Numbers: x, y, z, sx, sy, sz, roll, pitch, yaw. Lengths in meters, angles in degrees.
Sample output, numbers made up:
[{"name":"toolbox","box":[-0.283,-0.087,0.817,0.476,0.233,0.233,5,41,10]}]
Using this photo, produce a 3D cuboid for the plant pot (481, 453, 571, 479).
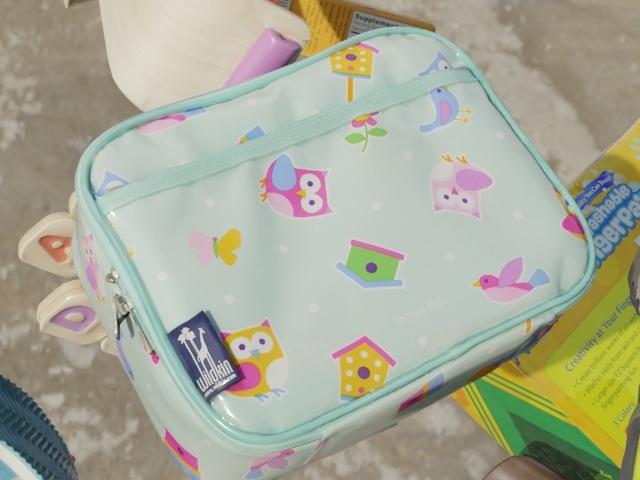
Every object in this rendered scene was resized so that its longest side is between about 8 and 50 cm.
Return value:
[{"name":"plant pot","box":[0.243,0.321,1.266,0.167,0.167,0.165,-20,38,-36]}]

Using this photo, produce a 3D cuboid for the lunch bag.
[{"name":"lunch bag","box":[0.000,0.000,0.702,0.279,0.108,0.224,-22,72,-24]}]

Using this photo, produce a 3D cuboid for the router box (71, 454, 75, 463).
[{"name":"router box","box":[-0.324,0.367,0.977,0.082,0.335,0.301,23,35,2]}]

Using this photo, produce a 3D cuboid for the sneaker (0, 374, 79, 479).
[{"name":"sneaker","box":[-0.233,0.133,0.752,0.228,0.092,0.087,47,9,-43]}]

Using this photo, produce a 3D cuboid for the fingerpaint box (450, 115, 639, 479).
[{"name":"fingerpaint box","box":[0.392,0.111,1.525,0.371,0.163,0.445,44,58,7]}]

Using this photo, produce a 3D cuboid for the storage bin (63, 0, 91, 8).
[{"name":"storage bin","box":[-0.113,-0.329,1.071,0.262,0.260,0.123,-20,93,-15]}]

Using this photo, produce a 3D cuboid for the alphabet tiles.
[{"name":"alphabet tiles","box":[-0.091,0.007,0.989,0.278,0.284,0.021,29,30,-49]}]

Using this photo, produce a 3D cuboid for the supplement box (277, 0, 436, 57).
[{"name":"supplement box","box":[0.013,-0.246,1.395,0.234,0.080,0.078,16,15,-6]}]

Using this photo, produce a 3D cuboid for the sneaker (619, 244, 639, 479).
[{"name":"sneaker","box":[0.262,0.057,0.818,0.111,0.121,0.299,26,72,-12]}]

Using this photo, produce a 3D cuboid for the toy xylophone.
[{"name":"toy xylophone","box":[-0.079,-0.230,0.806,0.081,0.236,0.322,13,54,-32]}]
